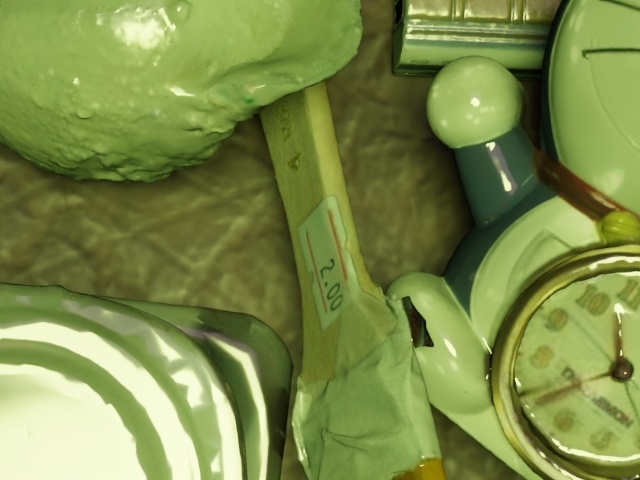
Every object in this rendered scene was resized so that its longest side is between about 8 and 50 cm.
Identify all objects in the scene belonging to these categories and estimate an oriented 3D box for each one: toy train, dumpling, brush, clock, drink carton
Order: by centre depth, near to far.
[{"bbox_3d":[-0.097,0.103,0.536,0.185,0.189,0.191,10,80,-8],"label":"drink carton"},{"bbox_3d":[0.136,-0.021,0.575,0.199,0.146,0.243,36,98,9],"label":"clock"},{"bbox_3d":[0.000,0.000,0.584,0.020,0.085,0.337,7,56,-32],"label":"brush"},{"bbox_3d":[-0.078,-0.084,0.608,0.219,0.152,0.108,12,119,25],"label":"dumpling"},{"bbox_3d":[0.160,-0.102,0.660,0.251,0.048,0.055,1,82,-5],"label":"toy train"}]
